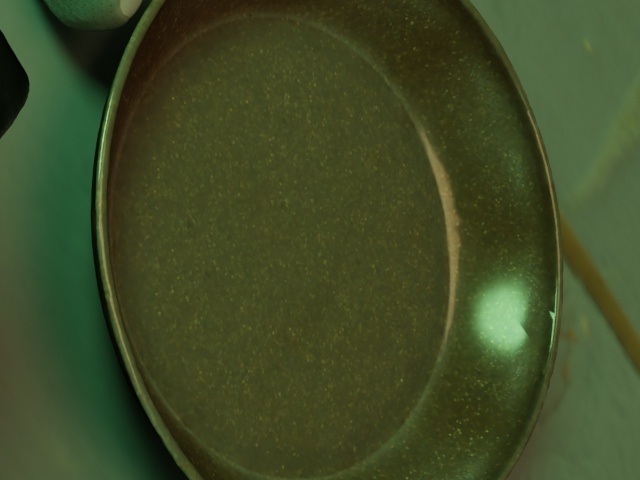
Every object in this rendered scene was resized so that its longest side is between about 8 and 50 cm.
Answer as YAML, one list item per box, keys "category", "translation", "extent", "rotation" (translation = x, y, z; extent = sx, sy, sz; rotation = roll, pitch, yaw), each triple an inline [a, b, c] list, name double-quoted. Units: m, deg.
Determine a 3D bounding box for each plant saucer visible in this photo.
- category: "plant saucer"
  translation: [0.000, 0.000, 0.597]
  extent: [0.199, 0.036, 0.198]
  rotation: [7, 79, -43]

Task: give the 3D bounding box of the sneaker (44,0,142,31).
- category: "sneaker"
  translation: [-0.052, -0.132, 0.554]
  extent: [0.061, 0.054, 0.152]
  rotation: [11, 76, -46]

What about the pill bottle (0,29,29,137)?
- category: "pill bottle"
  translation: [-0.157, -0.096, 0.395]
  extent: [0.123, 0.123, 0.219]
  rotation: [-49, 118, -37]
